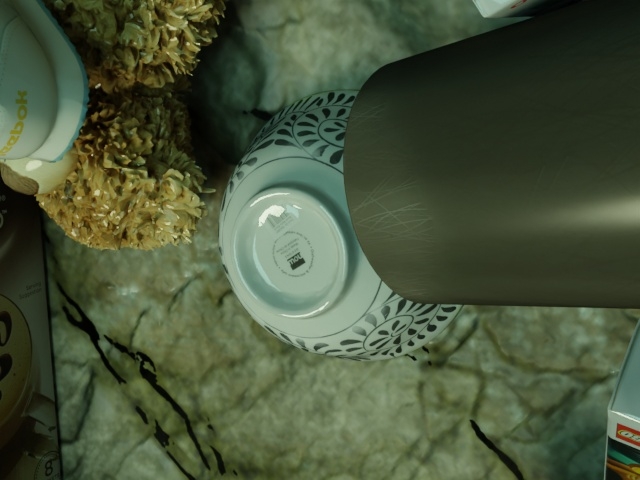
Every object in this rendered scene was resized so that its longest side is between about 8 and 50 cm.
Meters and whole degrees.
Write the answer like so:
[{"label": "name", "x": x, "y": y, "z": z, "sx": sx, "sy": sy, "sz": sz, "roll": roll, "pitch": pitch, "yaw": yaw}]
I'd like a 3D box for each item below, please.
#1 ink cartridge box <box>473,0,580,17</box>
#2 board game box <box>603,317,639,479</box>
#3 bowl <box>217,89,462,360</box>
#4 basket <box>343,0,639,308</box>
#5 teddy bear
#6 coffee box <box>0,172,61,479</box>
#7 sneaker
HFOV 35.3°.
[{"label": "ink cartridge box", "x": 0.118, "y": -0.145, "z": 0.462, "sx": 0.088, "sy": 0.122, "sz": 0.052, "roll": -29, "pitch": 86, "yaw": 30}, {"label": "board game box", "x": 0.271, "y": 0.134, "z": 0.414, "sx": 0.305, "sy": 0.193, "sz": 0.053, "roll": 20, "pitch": 70, "yaw": 23}, {"label": "bowl", "x": 0.000, "y": 0.000, "z": 0.582, "sx": 0.170, "sy": 0.080, "sz": 0.170, "roll": 6, "pitch": 104, "yaw": 26}, {"label": "basket", "x": 0.136, "y": -0.040, "z": 0.451, "sx": 0.227, "sy": 0.204, "sz": 0.154, "roll": -7, "pitch": 102, "yaw": 38}, {"label": "teddy bear", "x": -0.149, "y": -0.156, "z": 0.609, "sx": 0.245, "sy": 0.113, "sz": 0.338, "roll": 22, "pitch": 110, "yaw": 24}, {"label": "coffee box", "x": -0.286, "y": 0.081, "z": 0.700, "sx": 0.119, "sy": 0.168, "sz": 0.297, "roll": 5, "pitch": 104, "yaw": 27}, {"label": "sneaker", "x": -0.220, "y": -0.132, "z": 0.553, "sx": 0.228, "sy": 0.092, "sz": 0.087, "roll": 45, "pitch": 117, "yaw": 28}]
